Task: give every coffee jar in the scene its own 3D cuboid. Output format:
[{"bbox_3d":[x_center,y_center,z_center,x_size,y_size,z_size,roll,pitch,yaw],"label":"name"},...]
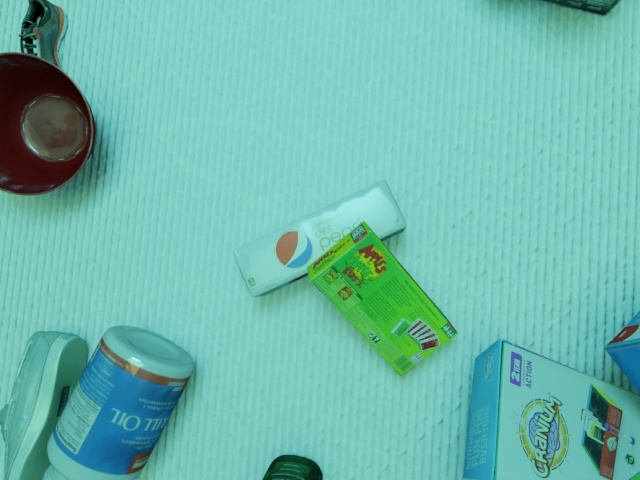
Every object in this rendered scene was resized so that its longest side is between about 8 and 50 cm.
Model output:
[{"bbox_3d":[-0.046,0.325,0.586,0.079,0.184,0.096,7,86,7],"label":"coffee jar"}]

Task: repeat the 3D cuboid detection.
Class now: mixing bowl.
[{"bbox_3d":[-0.387,-0.155,0.696,0.181,0.098,0.181,0,100,-2],"label":"mixing bowl"}]

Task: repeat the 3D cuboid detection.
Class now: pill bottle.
[{"bbox_3d":[-0.265,0.233,0.649,0.124,0.124,0.221,27,89,8],"label":"pill bottle"}]

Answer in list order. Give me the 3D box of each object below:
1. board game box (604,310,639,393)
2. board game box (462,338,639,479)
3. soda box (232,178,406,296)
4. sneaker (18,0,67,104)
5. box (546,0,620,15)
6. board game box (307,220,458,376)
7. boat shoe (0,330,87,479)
[{"bbox_3d":[0.508,0.146,0.531,0.302,0.086,0.308,-33,82,-24],"label":"board game box"},{"bbox_3d":[0.309,0.272,0.529,0.316,0.064,0.242,23,52,-1],"label":"board game box"},{"bbox_3d":[0.000,0.000,0.664,0.216,0.074,0.069,-26,84,3],"label":"soda box"},{"bbox_3d":[-0.417,-0.279,0.737,0.061,0.065,0.158,1,85,6],"label":"sneaker"},{"bbox_3d":[0.308,-0.419,0.679,0.220,0.051,0.175,18,87,7],"label":"box"},{"bbox_3d":[0.077,0.074,0.625,0.092,0.043,0.181,-40,108,7],"label":"board game box"},{"bbox_3d":[-0.389,0.235,0.691,0.081,0.079,0.227,10,81,16],"label":"boat shoe"}]
